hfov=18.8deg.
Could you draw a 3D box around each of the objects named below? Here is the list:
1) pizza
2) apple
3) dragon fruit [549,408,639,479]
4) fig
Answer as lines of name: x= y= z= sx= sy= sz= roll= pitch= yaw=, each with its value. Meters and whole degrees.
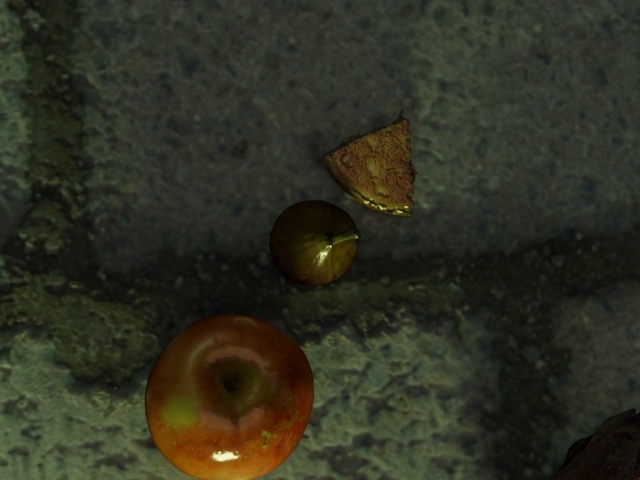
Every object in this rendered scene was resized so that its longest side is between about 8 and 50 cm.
pizza: x=0.061 y=-0.065 z=1.932 sx=0.100 sy=0.029 sz=0.099 roll=-29 pitch=96 yaw=-8
apple: x=-0.087 y=0.152 z=1.832 sx=0.163 sy=0.139 sz=0.163 roll=2 pitch=71 yaw=-5
dragon fruit: x=0.309 y=0.342 z=1.789 sx=0.263 sy=0.296 sz=0.314 roll=42 pitch=88 yaw=-5
fig: x=0.000 y=0.000 z=1.864 sx=0.088 sy=0.125 sz=0.089 roll=1 pitch=84 yaw=-13
